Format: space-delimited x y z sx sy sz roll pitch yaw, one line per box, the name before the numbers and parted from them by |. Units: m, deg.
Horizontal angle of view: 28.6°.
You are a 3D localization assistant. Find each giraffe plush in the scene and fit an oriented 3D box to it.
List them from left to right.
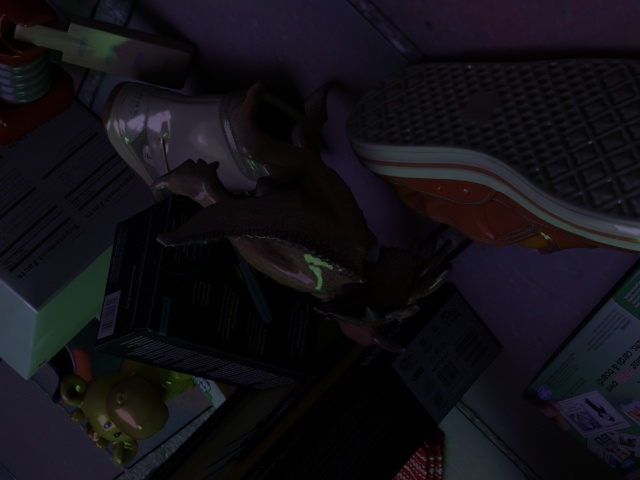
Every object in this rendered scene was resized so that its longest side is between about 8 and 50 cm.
giraffe plush | -0.201 0.157 1.427 0.181 0.170 0.210 45 152 -3

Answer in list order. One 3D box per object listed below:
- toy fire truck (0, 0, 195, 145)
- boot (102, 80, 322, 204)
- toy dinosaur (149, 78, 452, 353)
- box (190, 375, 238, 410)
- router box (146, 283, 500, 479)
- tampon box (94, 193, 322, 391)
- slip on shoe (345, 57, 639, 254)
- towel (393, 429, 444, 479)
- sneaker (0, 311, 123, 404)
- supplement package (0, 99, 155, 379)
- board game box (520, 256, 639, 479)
toy fire truck | -0.247 -0.168 1.103 0.246 0.158 0.217 44 153 21
boot | -0.067 -0.056 1.066 0.165 0.077 0.213 4 149 34
toy dinosaur | 0.000 0.000 0.885 0.200 0.127 0.296 52 -167 6
box | -0.066 0.130 1.251 0.179 0.105 0.043 52 148 12
router box | -0.023 0.176 1.079 0.081 0.309 0.243 52 150 -12
tampon box | -0.091 0.050 1.075 0.161 0.120 0.101 20 157 -31
slip on shoe | 0.152 -0.042 0.774 0.331 0.123 0.101 14 150 50
towel | 0.046 0.237 1.369 0.199 0.031 0.275 30 149 25
sneaker | -0.390 0.058 1.560 0.350 0.148 0.131 46 152 -5
supplement package | -0.324 -0.037 1.292 0.263 0.198 0.199 41 151 6
board game box | 0.284 0.103 0.866 0.213 0.046 0.317 38 151 8
